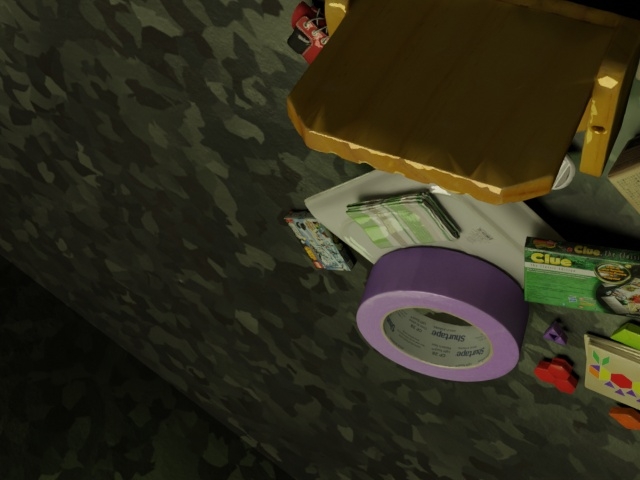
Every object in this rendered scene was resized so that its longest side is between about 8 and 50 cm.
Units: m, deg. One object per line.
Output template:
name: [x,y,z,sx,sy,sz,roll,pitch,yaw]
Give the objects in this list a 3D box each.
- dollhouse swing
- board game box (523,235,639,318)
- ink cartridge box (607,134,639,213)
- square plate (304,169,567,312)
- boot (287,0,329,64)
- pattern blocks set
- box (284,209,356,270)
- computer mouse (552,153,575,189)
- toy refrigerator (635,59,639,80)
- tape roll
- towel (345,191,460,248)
dollhouse swing: [0.159,-0.135,1.277,0.346,0.305,0.315,18,158,16]
board game box: [0.437,0.062,1.637,0.259,0.030,0.136,9,144,16]
ink cartridge box: [0.519,-0.054,1.391,0.235,0.088,0.193,45,148,-12]
square plate: [0.195,0.002,1.751,0.347,0.049,0.344,38,145,-26]
boot: [0.047,-0.288,1.582,0.176,0.088,0.244,49,152,-16]
pattern blocks set: [0.527,0.232,1.842,0.324,0.026,0.285,26,149,19]
box: [0.000,0.000,2.089,0.094,0.027,0.137,2,135,44]
computer mouse: [0.281,-0.141,1.566,0.193,0.042,0.106,34,128,6]
toy refrigerator: [0.501,-0.191,1.214,0.269,0.094,0.102,27,149,20]
tape roll: [0.202,0.127,1.806,0.274,0.090,0.275,14,148,9]
towel: [0.126,-0.025,1.680,0.152,0.023,0.113,-9,137,38]
